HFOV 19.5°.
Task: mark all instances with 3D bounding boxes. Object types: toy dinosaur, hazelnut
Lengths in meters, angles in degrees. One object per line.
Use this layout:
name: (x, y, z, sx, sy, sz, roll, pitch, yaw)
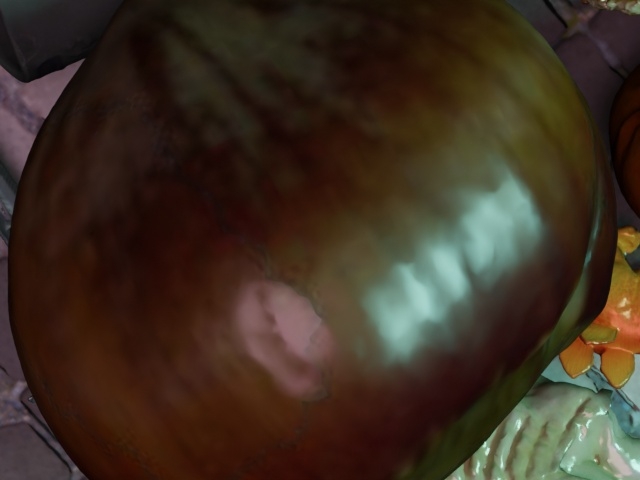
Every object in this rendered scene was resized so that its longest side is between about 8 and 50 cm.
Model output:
toy dinosaur: (0.212, 0.050, 1.308, 0.288, 0.117, 0.070, -7, 135, 6)
hazelnut: (0.000, 0.000, 1.170, 0.359, 0.359, 0.409, 43, 66, -7)

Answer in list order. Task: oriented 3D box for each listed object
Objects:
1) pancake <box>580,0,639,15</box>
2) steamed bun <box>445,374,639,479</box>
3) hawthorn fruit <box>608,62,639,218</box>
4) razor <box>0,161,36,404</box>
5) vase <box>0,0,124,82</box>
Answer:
pancake: (0.221, -0.246, 1.222, 0.257, 0.212, 0.056, -37, 139, -20)
steamed bun: (0.131, 0.249, 1.307, 0.275, 0.320, 0.206, -7, 144, 0)
hawthorn fruit: (0.316, -0.066, 1.247, 0.225, 0.196, 0.196, 18, 105, -18)
razor: (-0.223, -0.014, 1.351, 0.111, 0.056, 0.278, -27, 106, 13)
vase: (-0.096, -0.216, 1.232, 0.301, 0.251, 0.156, -18, 104, -5)
